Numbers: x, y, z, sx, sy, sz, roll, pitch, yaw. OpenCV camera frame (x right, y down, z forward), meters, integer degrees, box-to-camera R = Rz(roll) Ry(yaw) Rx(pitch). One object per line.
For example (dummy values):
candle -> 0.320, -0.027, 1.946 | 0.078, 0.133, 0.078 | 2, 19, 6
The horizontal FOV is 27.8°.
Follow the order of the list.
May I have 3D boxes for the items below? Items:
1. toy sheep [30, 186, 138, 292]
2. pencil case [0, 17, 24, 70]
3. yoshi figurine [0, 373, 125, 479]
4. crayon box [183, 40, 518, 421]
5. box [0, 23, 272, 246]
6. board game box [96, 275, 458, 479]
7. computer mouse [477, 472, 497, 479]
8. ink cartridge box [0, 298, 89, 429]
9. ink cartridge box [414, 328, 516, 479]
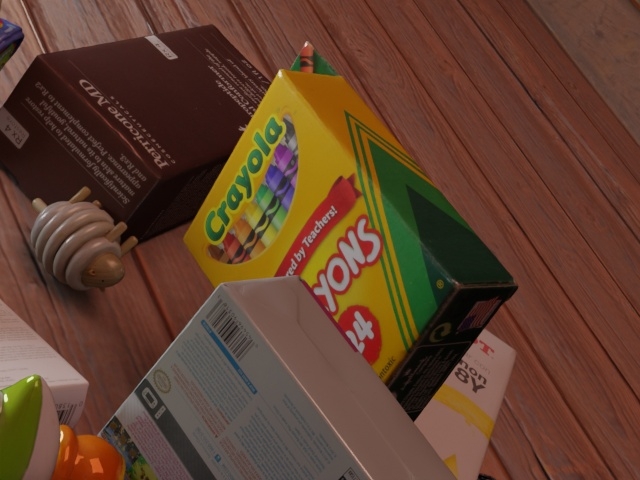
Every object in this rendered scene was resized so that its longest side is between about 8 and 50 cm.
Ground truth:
toy sheep -> -0.240, 0.000, 1.279 | 0.132, 0.091, 0.091 | 41, 23, 28
pencil case -> -0.456, -0.250, 1.336 | 0.306, 0.133, 0.119 | 37, 48, -5
yoshi figurine -> -0.310, 0.154, 0.824 | 0.362, 0.203, 0.203 | 35, 64, -31
crayon box -> 0.000, 0.000, 1.099 | 0.081, 0.202, 0.318 | 0, 42, -43
box -> -0.186, -0.127, 1.489 | 0.191, 0.143, 0.381 | 45, 28, 7
board game box -> -0.064, 0.208, 0.946 | 0.097, 0.303, 0.224 | -5, 52, -55
computer mouse -> 0.228, 0.356, 1.374 | 0.272, 0.072, 0.188 | 48, 26, 14
ink cartridge box -> -0.335, 0.084, 1.087 | 0.232, 0.066, 0.189 | 32, 19, 33
ink cartridge box -> 0.006, 0.167, 1.225 | 0.279, 0.160, 0.385 | 35, 30, 0
